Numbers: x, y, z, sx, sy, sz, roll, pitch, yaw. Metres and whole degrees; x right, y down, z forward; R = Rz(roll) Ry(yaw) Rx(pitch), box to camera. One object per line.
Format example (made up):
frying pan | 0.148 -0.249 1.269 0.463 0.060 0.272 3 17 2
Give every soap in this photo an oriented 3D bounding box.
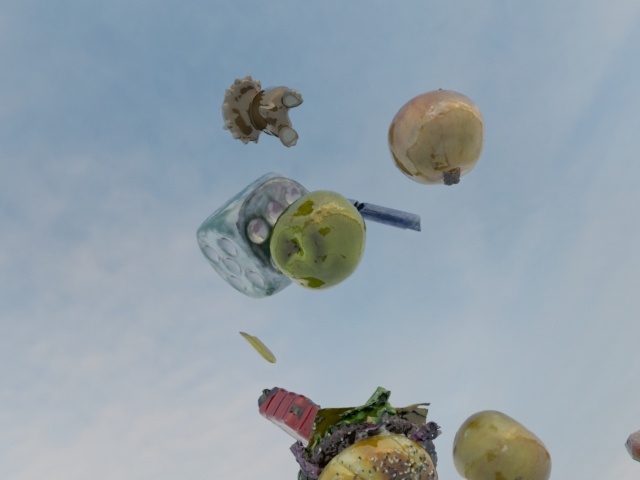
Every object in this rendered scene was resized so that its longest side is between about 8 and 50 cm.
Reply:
soap | -0.215 0.363 1.583 0.033 0.168 0.089 -47 -9 -9

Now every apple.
apple | 0.357 0.434 0.917 0.155 0.183 0.182 -51 -44 -15

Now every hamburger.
hamburger | 0.056 0.252 0.488 0.164 0.093 0.189 -7 -74 -14

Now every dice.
dice | -0.198 -0.019 1.605 0.330 0.348 0.328 51 -124 -14

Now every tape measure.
tape measure | -0.057 0.591 1.507 0.260 0.253 0.114 43 -117 -18

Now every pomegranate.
pomegranate | 0.226 -0.198 0.895 0.191 0.191 0.191 -13 -48 -15

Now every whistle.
whistle | 0.188 -0.088 1.512 0.062 0.305 0.062 -34 -48 -48

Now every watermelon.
watermelon | 0.726 0.448 1.008 0.092 0.085 0.072 -24 -55 -51

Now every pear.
pear | 0.000 0.000 1.311 0.295 0.294 0.294 -13 -48 -15

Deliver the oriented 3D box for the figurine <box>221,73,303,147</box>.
figurine | -0.176 -0.340 1.214 0.173 0.247 0.177 -5 -58 -25
